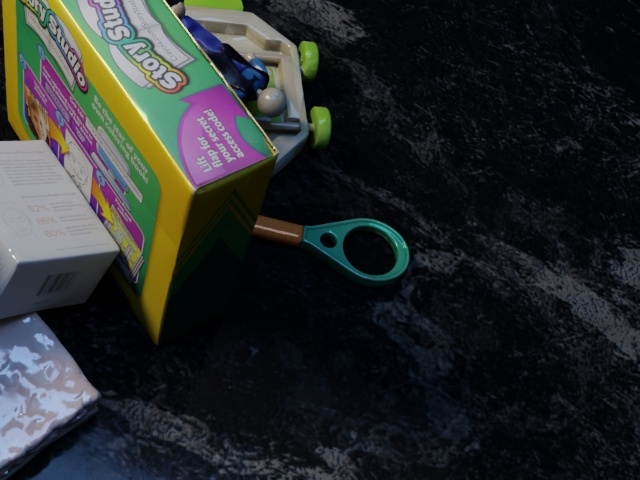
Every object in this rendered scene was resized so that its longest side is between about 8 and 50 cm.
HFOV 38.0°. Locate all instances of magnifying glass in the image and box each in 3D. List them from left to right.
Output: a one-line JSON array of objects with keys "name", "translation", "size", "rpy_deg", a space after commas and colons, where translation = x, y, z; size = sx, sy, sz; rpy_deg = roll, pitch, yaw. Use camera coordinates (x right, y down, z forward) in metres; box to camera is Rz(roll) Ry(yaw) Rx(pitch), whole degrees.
[{"name": "magnifying glass", "translation": [0.000, 0.000, 1.157], "size": [0.230, 0.026, 0.092], "rpy_deg": [12, 55, -9]}]

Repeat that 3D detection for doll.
[{"name": "doll", "translation": [-0.123, -0.214, 1.160], "size": [0.189, 0.046, 0.129], "rpy_deg": [37, 45, 1]}]

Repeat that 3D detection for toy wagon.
[{"name": "toy wagon", "translation": [-0.133, -0.230, 1.240], "size": [0.267, 0.068, 0.345], "rpy_deg": [2, 57, -17]}]

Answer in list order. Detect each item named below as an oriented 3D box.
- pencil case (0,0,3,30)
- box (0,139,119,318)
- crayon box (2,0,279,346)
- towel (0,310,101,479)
[{"name": "pencil case", "translation": [-0.317, -0.410, 1.244], "size": [0.386, 0.160, 0.167], "rpy_deg": [-32, 49, -31]}, {"name": "box", "translation": [-0.319, -0.016, 0.973], "size": [0.130, 0.091, 0.170], "rpy_deg": [-8, 54, -52]}, {"name": "crayon box", "translation": [-0.209, -0.115, 0.987], "size": [0.106, 0.313, 0.363], "rpy_deg": [-26, 69, -30]}, {"name": "towel", "translation": [-0.436, 0.140, 0.910], "size": [0.331, 0.053, 0.317], "rpy_deg": [-35, 74, -33]}]
